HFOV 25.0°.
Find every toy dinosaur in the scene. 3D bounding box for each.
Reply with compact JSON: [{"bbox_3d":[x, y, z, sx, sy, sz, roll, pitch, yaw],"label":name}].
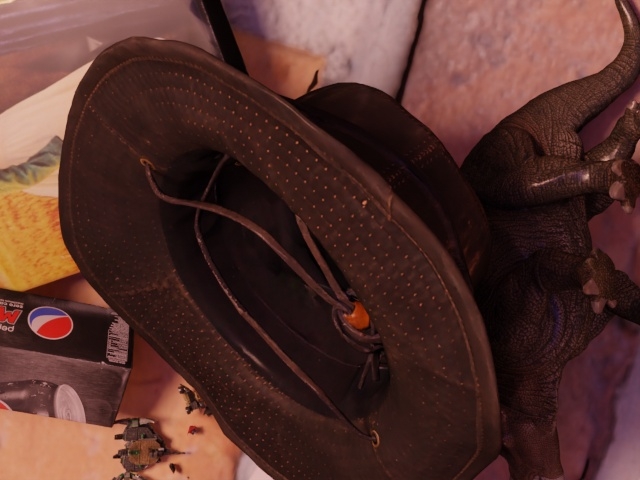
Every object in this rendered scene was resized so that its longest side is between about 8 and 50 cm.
[{"bbox_3d":[0.124,-0.007,0.839,0.160,0.121,0.313,-7,76,44],"label":"toy dinosaur"}]

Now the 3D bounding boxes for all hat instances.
[{"bbox_3d":[0.000,0.000,0.797,0.331,0.331,0.134,43,59,7],"label":"hat"}]

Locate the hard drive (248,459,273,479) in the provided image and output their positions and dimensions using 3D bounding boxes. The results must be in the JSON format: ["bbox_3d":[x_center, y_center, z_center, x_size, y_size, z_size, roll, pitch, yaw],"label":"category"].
[{"bbox_3d":[0.058,0.278,0.906,0.307,0.040,0.203,32,98,8],"label":"hard drive"}]

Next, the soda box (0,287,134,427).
[{"bbox_3d":[-0.204,0.067,0.902,0.169,0.053,0.060,12,128,-13],"label":"soda box"}]

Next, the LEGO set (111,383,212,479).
[{"bbox_3d":[-0.108,0.128,0.944,0.083,0.023,0.054,-29,114,-6],"label":"LEGO set"}]

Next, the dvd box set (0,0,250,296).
[{"bbox_3d":[-0.267,-0.102,0.920,0.420,0.062,0.307,-18,99,11],"label":"dvd box set"}]
